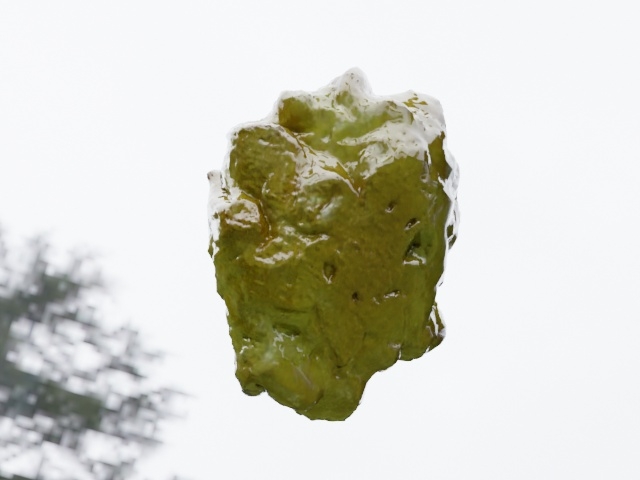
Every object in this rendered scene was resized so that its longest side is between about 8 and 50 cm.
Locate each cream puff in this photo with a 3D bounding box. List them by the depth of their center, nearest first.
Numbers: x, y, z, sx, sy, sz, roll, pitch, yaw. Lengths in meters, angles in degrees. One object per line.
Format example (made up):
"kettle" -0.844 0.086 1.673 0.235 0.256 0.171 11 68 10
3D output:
"cream puff" 0.000 0.000 0.468 0.058 0.083 0.083 28 -28 51
